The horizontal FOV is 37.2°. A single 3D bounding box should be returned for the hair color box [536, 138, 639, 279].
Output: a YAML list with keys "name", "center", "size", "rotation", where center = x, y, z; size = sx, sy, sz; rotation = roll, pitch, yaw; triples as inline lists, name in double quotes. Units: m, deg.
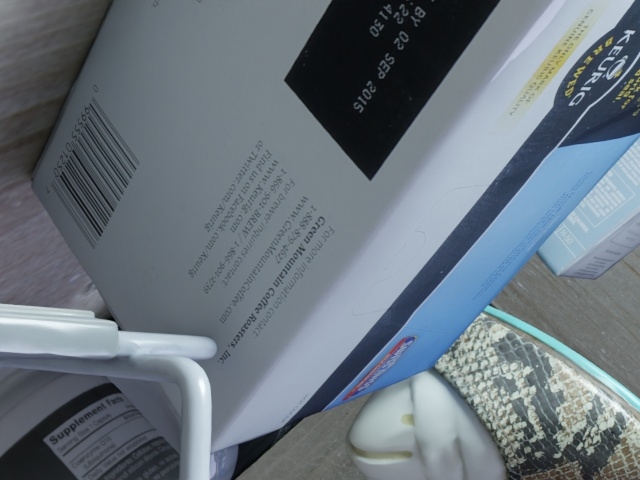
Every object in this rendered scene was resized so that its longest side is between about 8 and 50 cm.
- name: "hair color box"
  center: [0.373, -0.118, 0.967]
  size: [0.374, 0.113, 0.185]
  rotation: [-42, 160, 19]

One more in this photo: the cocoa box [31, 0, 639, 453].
- name: "cocoa box"
  center: [0.028, -0.084, 0.565]
  size: [0.228, 0.231, 0.347]
  rotation: [-11, 145, -48]

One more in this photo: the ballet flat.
- name: "ballet flat"
  center: [0.042, 0.088, 0.791]
  size: [0.182, 0.483, 0.164]
  rotation: [-34, 144, -23]

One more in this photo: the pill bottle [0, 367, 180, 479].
- name: "pill bottle"
  center: [-0.193, 0.211, 0.772]
  size: [0.161, 0.283, 0.161]
  rotation: [-44, 170, -10]

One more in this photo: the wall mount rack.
- name: "wall mount rack"
  center: [-0.226, 0.092, 0.419]
  size: [0.304, 0.130, 0.350]
  rotation: [-6, 169, 42]

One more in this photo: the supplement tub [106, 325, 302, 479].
- name: "supplement tub"
  center: [-0.115, 0.151, 1.082]
  size: [0.207, 0.207, 0.338]
  rotation: [-53, 168, 31]
